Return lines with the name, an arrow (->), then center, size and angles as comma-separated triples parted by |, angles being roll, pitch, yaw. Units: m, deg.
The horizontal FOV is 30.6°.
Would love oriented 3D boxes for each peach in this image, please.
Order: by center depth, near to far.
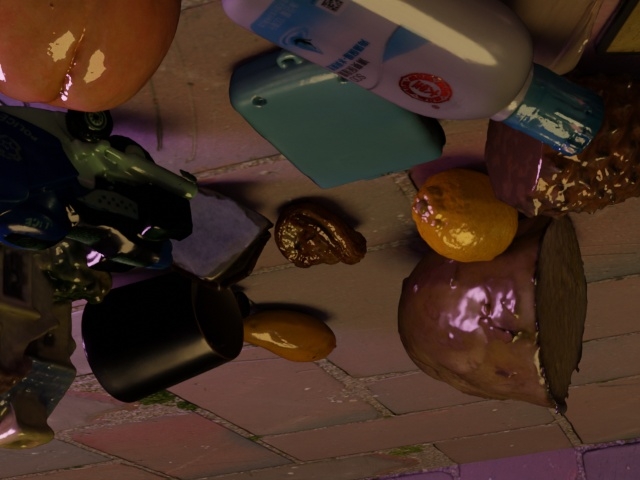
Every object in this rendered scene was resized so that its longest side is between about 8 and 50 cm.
peach -> -0.192, -0.184, 0.882 | 0.184, 0.184, 0.184 | -5, 158, -2

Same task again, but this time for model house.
model house -> -0.401, 0.108, 1.432 | 0.261, 0.266, 0.321 | -14, 157, 30
model house -> -0.147, -0.003, 1.458 | 0.165, 0.106, 0.152 | 29, 173, 9

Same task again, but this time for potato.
potato -> 0.215, 0.094, 1.582 | 0.237, 0.301, 0.289 | -1, 120, 24

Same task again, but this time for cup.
cup -> -0.213, 0.109, 1.689 | 0.177, 0.239, 0.166 | -21, 112, 21

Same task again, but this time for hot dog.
hot dog -> 0.002, -0.002, 1.515 | 0.099, 0.065, 0.147 | -4, 162, 23

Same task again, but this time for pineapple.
pineapple -> 0.351, -0.111, 1.231 | 0.340, 0.169, 0.169 | -6, 159, -16

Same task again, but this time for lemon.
lemon -> 0.174, -0.031, 1.419 | 0.155, 0.114, 0.114 | 16, 150, -40

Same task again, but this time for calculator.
calculator -> 0.022, -0.129, 1.225 | 0.173, 0.051, 0.293 | -13, 156, 20

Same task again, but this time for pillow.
pillow -> 0.170, -0.224, 1.007 | 0.173, 0.067, 0.270 | 2, 158, -3

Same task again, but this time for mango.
mango -> -0.052, 0.149, 1.863 | 0.190, 0.075, 0.098 | 19, 142, -33

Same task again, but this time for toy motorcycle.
toy motorcycle -> -0.280, -0.049, 1.158 | 0.331, 0.196, 0.125 | 18, 148, -41

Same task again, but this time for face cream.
face cream -> 0.089, -0.165, 0.988 | 0.336, 0.080, 0.163 | 24, 158, -18

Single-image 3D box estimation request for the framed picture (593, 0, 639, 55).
framed picture -> 0.422, -0.260, 1.046 | 0.255, 0.014, 0.339 | -1, 158, -10
